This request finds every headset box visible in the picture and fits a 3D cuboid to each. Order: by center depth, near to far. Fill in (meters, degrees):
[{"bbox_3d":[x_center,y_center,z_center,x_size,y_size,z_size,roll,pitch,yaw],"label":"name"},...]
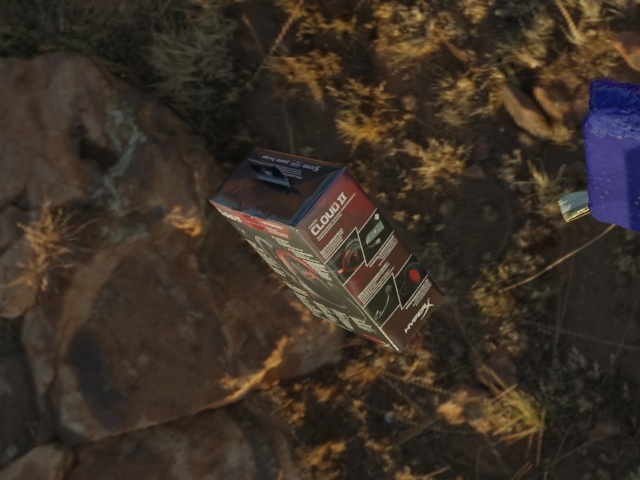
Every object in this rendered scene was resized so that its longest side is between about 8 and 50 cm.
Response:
[{"bbox_3d":[0.000,0.000,1.232,0.218,0.110,0.293,18,154,53],"label":"headset box"}]

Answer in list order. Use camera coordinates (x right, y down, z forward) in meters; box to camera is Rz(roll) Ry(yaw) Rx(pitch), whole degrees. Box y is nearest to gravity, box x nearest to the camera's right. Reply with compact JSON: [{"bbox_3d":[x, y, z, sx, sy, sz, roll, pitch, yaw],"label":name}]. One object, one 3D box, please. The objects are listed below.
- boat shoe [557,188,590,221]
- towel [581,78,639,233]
[{"bbox_3d":[0.427,-0.059,1.368,0.135,0.050,0.045,-14,81,27],"label":"boat shoe"},{"bbox_3d":[0.412,-0.058,0.871,0.308,0.228,0.076,17,67,26],"label":"towel"}]
